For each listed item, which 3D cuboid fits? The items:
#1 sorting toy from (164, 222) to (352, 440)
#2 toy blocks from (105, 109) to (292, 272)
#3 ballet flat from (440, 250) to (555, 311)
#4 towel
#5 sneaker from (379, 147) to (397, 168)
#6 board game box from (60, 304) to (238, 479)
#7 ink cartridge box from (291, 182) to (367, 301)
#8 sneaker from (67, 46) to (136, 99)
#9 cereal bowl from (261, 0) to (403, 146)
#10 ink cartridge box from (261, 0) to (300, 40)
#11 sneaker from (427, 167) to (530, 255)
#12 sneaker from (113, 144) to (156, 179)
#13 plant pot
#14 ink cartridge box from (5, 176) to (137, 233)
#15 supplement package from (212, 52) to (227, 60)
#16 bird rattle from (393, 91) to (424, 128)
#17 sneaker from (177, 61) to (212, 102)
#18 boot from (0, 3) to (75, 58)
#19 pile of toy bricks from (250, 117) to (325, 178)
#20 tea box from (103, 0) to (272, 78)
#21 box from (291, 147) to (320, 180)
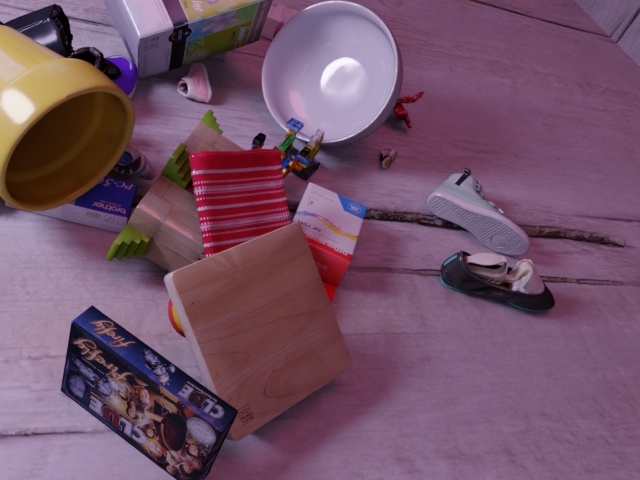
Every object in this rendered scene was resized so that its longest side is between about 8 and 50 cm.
[{"bbox_3d":[-0.104,0.133,1.078,0.257,0.089,0.255,-24,95,-42],"label":"sorting toy"},{"bbox_3d":[-0.179,-0.046,1.272,0.261,0.191,0.381,32,40,-10],"label":"toy blocks"},{"bbox_3d":[0.391,0.083,1.463,0.280,0.096,0.095,12,41,-16],"label":"ballet flat"},{"bbox_3d":[-0.119,-0.021,1.181,0.199,0.031,0.274,-7,85,-45],"label":"towel"},{"bbox_3d":[0.159,-0.202,1.707,0.037,0.032,0.083,20,33,15],"label":"sneaker"},{"bbox_3d":[-0.239,0.217,0.940,0.243,0.165,0.042,33,41,10],"label":"board game box"},{"bbox_3d":[0.000,0.000,1.363,0.134,0.078,0.231,23,40,-3],"label":"ink cartridge box"},{"bbox_3d":[-0.462,-0.341,1.438,0.102,0.146,0.293,27,40,1],"label":"sneaker"},{"bbox_3d":[0.040,-0.380,1.641,0.339,0.339,0.141,42,12,19],"label":"cereal bowl"},{"bbox_3d":[-0.100,-0.613,1.982,0.198,0.067,0.115,20,41,-4],"label":"ink cartridge box"},{"bbox_3d":[0.392,-0.075,1.629,0.256,0.094,0.151,32,46,11],"label":"sneaker"},{"bbox_3d":[-0.394,-0.165,1.359,0.191,0.071,0.083,35,-2,29],"label":"sneaker"},{"bbox_3d":[-0.479,-0.216,1.136,0.239,0.254,0.254,42,42,15],"label":"plant pot"},{"bbox_3d":[-0.443,-0.082,1.247,0.207,0.046,0.097,14,42,-14],"label":"ink cartridge box"},{"bbox_3d":[-0.318,-0.546,1.767,0.179,0.105,0.105,9,43,-20],"label":"supplement package"},{"bbox_3d":[0.136,-0.389,1.825,0.253,0.143,0.207,-12,36,-40],"label":"bird rattle"},{"bbox_3d":[-0.305,-0.380,1.636,0.070,0.051,0.134,3,49,-32],"label":"sneaker"},{"bbox_3d":[-0.624,-0.434,1.431,0.207,0.094,0.246,-23,61,-6],"label":"boot"},{"bbox_3d":[-0.084,-0.170,1.480,0.118,0.105,0.212,29,42,8],"label":"pile of toy bricks"},{"bbox_3d":[-0.327,-0.596,1.576,0.324,0.220,0.329,-23,85,-18],"label":"tea box"},{"bbox_3d":[-0.050,-0.176,1.573,0.083,0.018,0.067,32,40,7],"label":"box"}]
